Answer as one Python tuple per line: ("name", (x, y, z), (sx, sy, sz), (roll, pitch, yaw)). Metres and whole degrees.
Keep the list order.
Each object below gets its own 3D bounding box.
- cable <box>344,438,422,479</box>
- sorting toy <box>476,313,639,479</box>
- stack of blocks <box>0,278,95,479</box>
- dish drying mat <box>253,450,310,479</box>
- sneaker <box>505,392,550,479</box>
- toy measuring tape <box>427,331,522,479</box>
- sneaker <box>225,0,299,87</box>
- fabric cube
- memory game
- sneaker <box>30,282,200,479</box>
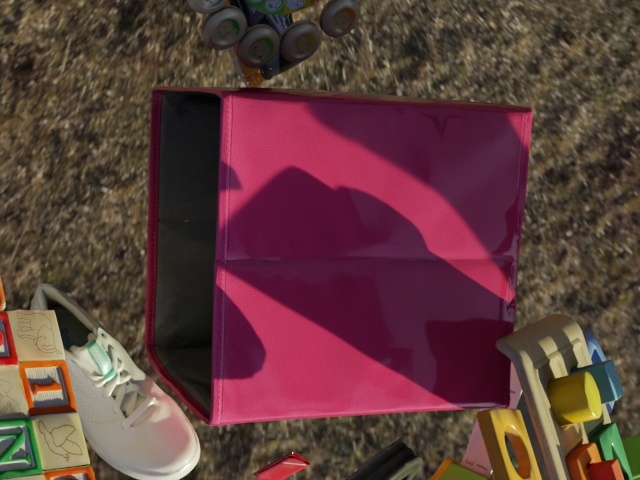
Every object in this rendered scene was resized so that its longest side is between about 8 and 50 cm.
("cable", (-0.035, 0.193, 0.710), (0.072, 0.287, 0.139), (35, 140, 20))
("sorting toy", (0.217, 0.154, 0.883), (0.047, 0.347, 0.196), (-24, 83, 26))
("stack of blocks", (-0.286, 0.088, 0.822), (0.087, 0.297, 0.171), (-33, 157, 36))
("dish drying mat", (-0.050, 0.293, 1.422), (0.032, 0.008, 0.083), (35, 133, -22))
("sneaker", (0.253, 0.243, 1.199), (0.098, 0.224, 0.083), (-36, 152, 21))
("toy measuring tape", (0.134, 0.248, 1.119), (0.121, 0.121, 0.330), (19, 93, -10))
("sneaker", (-0.066, -0.251, 1.033), (0.083, 0.084, 0.215), (-19, 122, -4))
("fabric cube", (0.000, 0.000, 0.959), (0.258, 0.254, 0.259), (0, 98, -21))
("memory game", (-0.017, -0.210, 0.841), (0.186, 0.012, 0.186), (-23, 141, -20))
("sneaker", (-0.189, 0.123, 0.977), (0.212, 0.080, 0.094), (42, 152, 17))
